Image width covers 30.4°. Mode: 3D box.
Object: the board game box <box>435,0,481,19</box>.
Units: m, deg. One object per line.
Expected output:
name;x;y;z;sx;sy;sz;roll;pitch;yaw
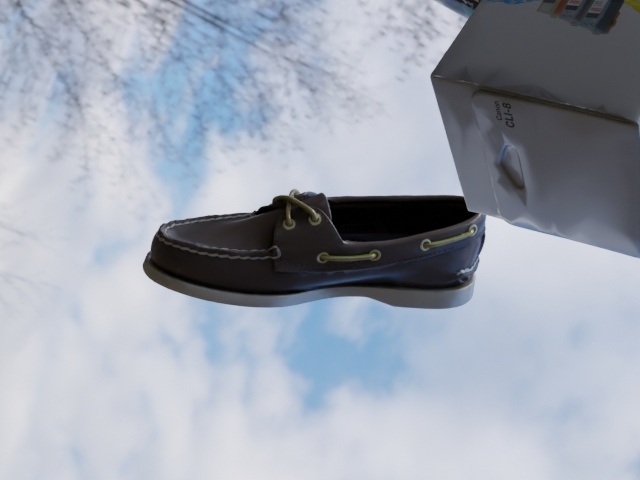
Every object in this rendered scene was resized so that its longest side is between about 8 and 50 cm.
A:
board game box;0.150;-0.447;1.503;0.079;0.336;0.254;-39;-129;-14

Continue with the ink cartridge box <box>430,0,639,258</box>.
ink cartridge box;0.169;-0.102;0.703;0.127;0.128;0.176;19;-118;31

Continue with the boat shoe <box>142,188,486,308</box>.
boat shoe;0.000;0.000;1.094;0.116;0.324;0.097;-114;-149;-58
